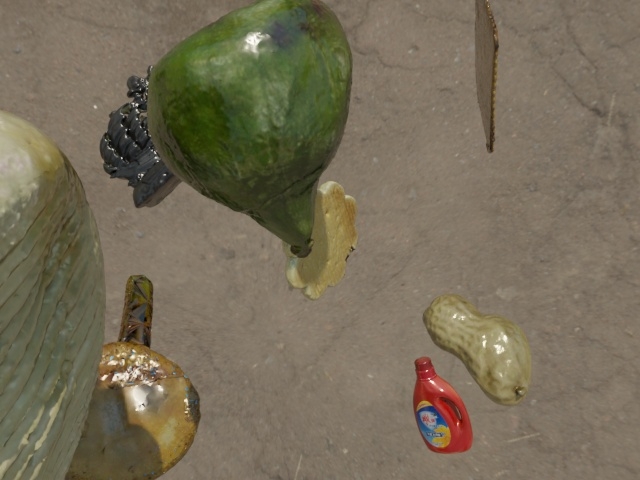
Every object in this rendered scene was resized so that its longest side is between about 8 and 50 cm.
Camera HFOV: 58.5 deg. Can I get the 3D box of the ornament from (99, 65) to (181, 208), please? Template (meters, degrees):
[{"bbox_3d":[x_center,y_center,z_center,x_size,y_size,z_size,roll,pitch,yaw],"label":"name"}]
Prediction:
[{"bbox_3d":[-0.373,-0.233,1.234,0.251,0.106,0.260,-41,84,6],"label":"ornament"}]

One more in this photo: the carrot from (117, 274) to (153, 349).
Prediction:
[{"bbox_3d":[-0.371,0.167,1.148,0.069,0.069,0.228,-3,49,-5],"label":"carrot"}]

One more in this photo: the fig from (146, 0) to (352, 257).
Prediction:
[{"bbox_3d":[-0.040,-0.090,0.538,0.203,0.203,0.235,-29,103,-9],"label":"fig"}]

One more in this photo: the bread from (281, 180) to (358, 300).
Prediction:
[{"bbox_3d":[0.000,0.000,1.449,0.054,0.316,0.315,14,78,34],"label":"bread"}]

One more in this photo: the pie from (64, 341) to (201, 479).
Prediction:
[{"bbox_3d":[-0.343,0.298,0.983,0.274,0.069,0.273,8,71,-25],"label":"pie"}]

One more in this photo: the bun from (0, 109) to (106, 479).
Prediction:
[{"bbox_3d":[-0.293,0.079,0.393,0.220,0.365,0.365,10,80,-3],"label":"bun"}]

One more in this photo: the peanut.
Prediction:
[{"bbox_3d":[0.366,0.229,1.291,0.159,0.143,0.291,-46,56,4],"label":"peanut"}]

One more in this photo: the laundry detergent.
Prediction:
[{"bbox_3d":[0.200,0.277,0.972,0.097,0.049,0.165,-11,99,35],"label":"laundry detergent"}]

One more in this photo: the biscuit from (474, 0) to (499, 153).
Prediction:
[{"bbox_3d":[0.271,-0.294,0.947,0.013,0.236,0.232,-4,49,10],"label":"biscuit"}]
